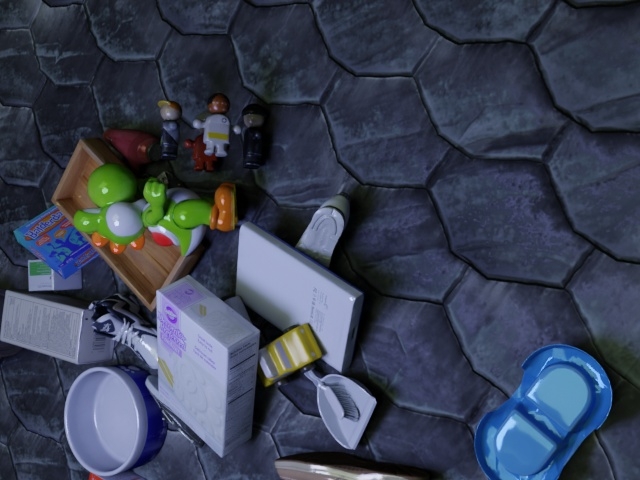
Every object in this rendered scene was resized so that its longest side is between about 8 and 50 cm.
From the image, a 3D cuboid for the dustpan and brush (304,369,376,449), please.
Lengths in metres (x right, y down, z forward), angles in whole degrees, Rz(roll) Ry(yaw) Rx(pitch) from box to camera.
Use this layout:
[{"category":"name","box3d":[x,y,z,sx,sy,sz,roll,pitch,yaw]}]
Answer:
[{"category":"dustpan and brush","box3d":[0.021,0.320,1.676,0.211,0.060,0.147,50,128,46]}]

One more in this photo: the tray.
[{"category":"tray","box3d":[-0.478,-0.043,1.954,0.411,0.076,0.203,44,119,15]}]

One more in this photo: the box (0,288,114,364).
[{"category":"box","box3d":[-0.692,0.221,2.096,0.311,0.121,0.148,10,94,32]}]

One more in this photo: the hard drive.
[{"category":"hard drive","box3d":[-0.052,0.118,1.697,0.318,0.040,0.210,32,132,29]}]

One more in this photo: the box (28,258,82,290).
[{"category":"box","box3d":[-0.708,0.090,2.122,0.101,0.102,0.087,-4,88,31]}]

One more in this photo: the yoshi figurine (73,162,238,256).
[{"category":"yoshi figurine","box3d":[-0.371,-0.098,1.784,0.362,0.204,0.203,-4,49,-3]}]

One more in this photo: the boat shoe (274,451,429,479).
[{"category":"boat shoe","box3d":[0.054,0.503,1.619,0.341,0.121,0.110,1,88,31]}]

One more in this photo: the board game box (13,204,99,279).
[{"category":"board game box","box3d":[-0.669,-0.006,2.074,0.210,0.160,0.047,30,144,29]}]

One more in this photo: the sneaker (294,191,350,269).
[{"category":"sneaker","box3d":[0.000,0.000,1.700,0.090,0.095,0.235,31,128,-4]}]

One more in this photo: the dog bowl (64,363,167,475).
[{"category":"dog bowl","box3d":[-0.511,0.443,1.985,0.264,0.104,0.265,-1,87,33]}]

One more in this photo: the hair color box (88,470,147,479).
[{"category":"hair color box","box3d":[-0.484,0.616,1.968,0.167,0.093,0.053,15,97,32]}]

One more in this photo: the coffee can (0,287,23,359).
[{"category":"coffee can","box3d":[-0.981,0.273,2.228,0.275,0.201,0.202,-27,74,28]}]

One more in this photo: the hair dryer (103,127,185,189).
[{"category":"hair dryer","box3d":[-0.472,-0.172,1.998,0.223,0.080,0.294,-37,69,26]}]

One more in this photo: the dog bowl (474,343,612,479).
[{"category":"dog bowl","box3d":[0.405,0.320,1.434,0.166,0.074,0.297,40,108,27]}]

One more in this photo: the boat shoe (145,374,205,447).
[{"category":"boat shoe","box3d":[-0.348,0.407,1.900,0.219,0.077,0.070,37,106,26]}]

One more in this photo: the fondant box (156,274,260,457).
[{"category":"fondant box","box3d":[-0.251,0.274,1.735,0.238,0.096,0.330,33,132,32]}]

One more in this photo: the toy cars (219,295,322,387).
[{"category":"toy cars","box3d":[-0.169,0.227,1.757,0.393,0.087,0.177,18,109,38]}]

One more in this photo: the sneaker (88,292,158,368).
[{"category":"sneaker","box3d":[-0.483,0.225,1.946,0.094,0.153,0.235,-45,66,24]}]

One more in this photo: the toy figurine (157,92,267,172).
[{"category":"toy figurine","box3d":[-0.242,-0.245,1.782,0.213,0.209,0.148,-1,82,31]}]
